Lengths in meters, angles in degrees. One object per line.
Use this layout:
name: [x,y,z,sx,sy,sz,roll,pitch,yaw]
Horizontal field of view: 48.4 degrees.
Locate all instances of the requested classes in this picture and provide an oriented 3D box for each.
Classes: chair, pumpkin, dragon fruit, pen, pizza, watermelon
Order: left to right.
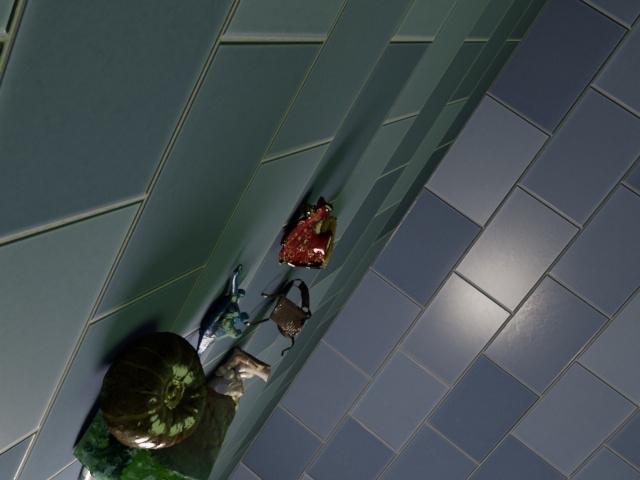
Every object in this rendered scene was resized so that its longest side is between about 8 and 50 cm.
pen: [-0.497,0.475,1.554,0.026,0.026,0.218,-38,161,-51]
pumpkin: [-0.318,0.289,1.342,0.219,0.162,0.219,-4,95,-56]
watermelon: [-0.328,0.388,1.466,0.302,0.264,0.151,-58,-169,-29]
chair: [-0.099,0.207,2.043,0.174,0.149,0.213,-59,171,23]
dragon fruit: [-0.030,-0.015,1.718,0.092,0.122,0.192,-12,142,-51]
pizza: [0.000,0.000,2.009,0.226,0.069,0.147,37,68,-82]

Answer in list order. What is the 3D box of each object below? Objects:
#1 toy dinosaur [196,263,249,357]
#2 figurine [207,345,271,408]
toy dinosaur: [-0.225,0.188,1.654,0.329,0.076,0.144,-59,161,15]
figurine: [-0.257,0.433,2.079,0.236,0.141,0.162,-51,164,-5]
